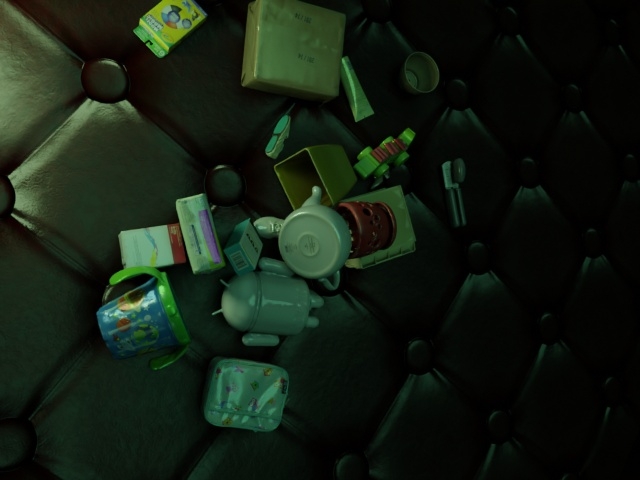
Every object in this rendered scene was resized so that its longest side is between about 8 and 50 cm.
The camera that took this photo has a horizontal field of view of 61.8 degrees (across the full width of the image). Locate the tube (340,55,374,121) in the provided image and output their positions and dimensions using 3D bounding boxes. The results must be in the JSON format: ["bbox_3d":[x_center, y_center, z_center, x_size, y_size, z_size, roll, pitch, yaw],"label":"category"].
[{"bbox_3d":[0.123,-0.582,2.056,0.070,0.062,0.240,-22,102,19],"label":"tube"}]

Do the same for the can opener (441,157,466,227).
[{"bbox_3d":[0.554,-0.193,2.197,0.074,0.093,0.281,-8,93,-26],"label":"can opener"}]

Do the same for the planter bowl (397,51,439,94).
[{"bbox_3d":[0.379,-0.656,2.146,0.161,0.109,0.162,3,84,-24],"label":"planter bowl"}]

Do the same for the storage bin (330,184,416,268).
[{"bbox_3d":[0.198,-0.051,1.999,0.262,0.123,0.261,-17,93,-25],"label":"storage bin"}]

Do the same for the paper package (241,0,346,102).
[{"bbox_3d":[-0.093,-0.668,1.874,0.324,0.168,0.310,4,95,-24],"label":"paper package"}]

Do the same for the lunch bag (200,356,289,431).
[{"bbox_3d":[-0.242,0.507,1.751,0.278,0.107,0.224,16,79,-23],"label":"lunch bag"}]

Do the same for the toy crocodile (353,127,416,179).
[{"bbox_3d":[0.247,-0.327,2.024,0.340,0.105,0.115,-33,79,-37],"label":"toy crocodile"}]

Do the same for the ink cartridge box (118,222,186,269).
[{"bbox_3d":[-0.525,0.027,1.657,0.176,0.128,0.128,-10,89,-25],"label":"ink cartridge box"}]

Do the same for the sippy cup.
[{"bbox_3d":[-0.529,0.240,1.594,0.223,0.240,0.306,-21,85,-13],"label":"sippy cup"}]

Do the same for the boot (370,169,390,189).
[{"bbox_3d":[0.216,-0.260,2.075,0.118,0.042,0.087,-37,94,-24],"label":"boot"}]

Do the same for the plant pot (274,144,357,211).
[{"bbox_3d":[0.000,-0.227,1.890,0.187,0.212,0.212,-31,98,-38],"label":"plant pot"}]

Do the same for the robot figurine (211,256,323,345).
[{"bbox_3d":[-0.171,0.206,1.761,0.353,0.199,0.300,9,95,-23],"label":"robot figurine"}]

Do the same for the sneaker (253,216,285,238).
[{"bbox_3d":[-0.126,-0.042,1.865,0.212,0.094,0.080,7,83,-24],"label":"sneaker"}]

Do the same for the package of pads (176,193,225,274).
[{"bbox_3d":[-0.367,-0.010,1.640,0.101,0.296,0.230,-16,93,-13],"label":"package of pads"}]

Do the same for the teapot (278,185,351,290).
[{"bbox_3d":[0.000,0.000,1.737,0.252,0.187,0.256,36,112,12],"label":"teapot"}]

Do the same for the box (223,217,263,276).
[{"bbox_3d":[-0.244,0.017,1.722,0.060,0.244,0.101,-25,107,9],"label":"box"}]

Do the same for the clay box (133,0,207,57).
[{"bbox_3d":[-0.499,-0.726,1.783,0.127,0.053,0.222,44,69,-14],"label":"clay box"}]

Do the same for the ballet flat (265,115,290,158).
[{"bbox_3d":[-0.146,-0.368,1.919,0.052,0.057,0.168,40,72,-46],"label":"ballet flat"}]

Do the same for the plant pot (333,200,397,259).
[{"bbox_3d":[0.152,-0.039,1.807,0.173,0.191,0.191,-6,87,-28],"label":"plant pot"}]
